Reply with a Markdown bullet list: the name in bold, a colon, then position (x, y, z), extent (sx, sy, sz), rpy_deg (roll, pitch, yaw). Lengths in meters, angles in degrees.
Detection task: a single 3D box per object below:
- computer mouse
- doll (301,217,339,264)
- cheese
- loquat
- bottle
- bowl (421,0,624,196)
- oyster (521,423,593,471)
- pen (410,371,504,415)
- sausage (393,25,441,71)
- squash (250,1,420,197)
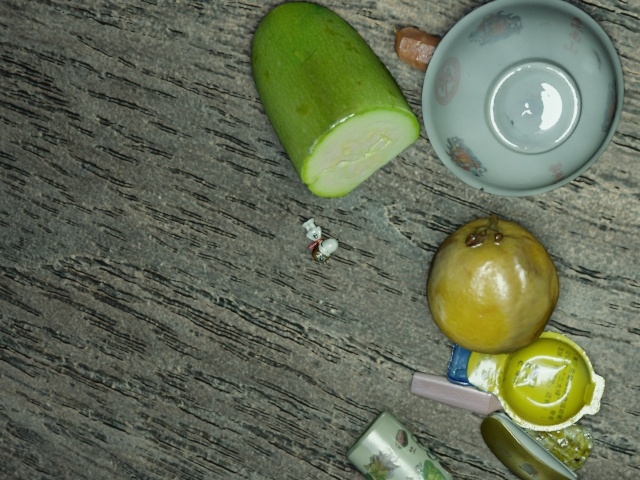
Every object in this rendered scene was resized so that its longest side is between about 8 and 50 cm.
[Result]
- **computer mouse**: position (0.368, 0.388, 1.677), extent (0.199, 0.045, 0.102), rpy_deg (41, 151, 7)
- **doll**: position (-0.006, 0.002, 1.753), extent (0.085, 0.040, 0.058), rpy_deg (39, 93, 3)
- **cheese**: position (0.359, 0.238, 1.656), extent (0.270, 0.069, 0.177), rpy_deg (12, 82, 19)
- **loquat**: position (0.290, 0.079, 1.603), extent (0.238, 0.193, 0.238), rpy_deg (14, 122, 25)
- **bottle**: position (0.173, 0.435, 1.719), extent (0.253, 0.120, 0.120), rpy_deg (41, 106, 6)
- **bowl**: position (0.337, -0.224, 1.529), extent (0.345, 0.157, 0.345), rpy_deg (1, 105, 3)
- **oyster**: position (0.420, 0.352, 1.684), extent (0.121, 0.045, 0.146), rpy_deg (-19, 92, 3)
- **pen**: position (0.264, 0.282, 1.718), extent (0.197, 0.032, 0.053), rpy_deg (13, 99, 16)
- **sausage**: position (0.199, -0.324, 1.640), extent (0.169, 0.065, 0.065), rpy_deg (21, 102, 12)
- **squash**: position (-0.002, -0.275, 1.706), extent (0.233, 0.210, 0.309), rpy_deg (-39, 58, 18)
